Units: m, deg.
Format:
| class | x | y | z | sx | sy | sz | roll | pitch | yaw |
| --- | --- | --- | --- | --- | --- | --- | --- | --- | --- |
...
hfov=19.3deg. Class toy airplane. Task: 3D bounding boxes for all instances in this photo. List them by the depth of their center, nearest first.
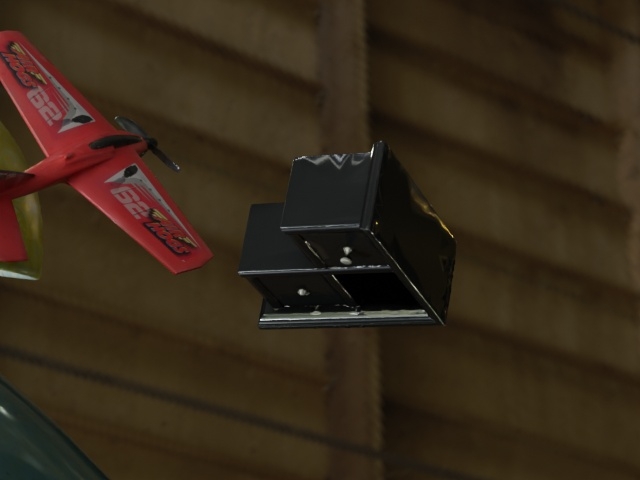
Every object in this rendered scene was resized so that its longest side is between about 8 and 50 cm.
| class | x | y | z | sx | sy | sz | roll | pitch | yaw |
| --- | --- | --- | --- | --- | --- | --- | --- | --- | --- |
| toy airplane | -0.118 | -0.030 | 0.845 | 0.151 | 0.028 | 0.151 | 28 | -148 | -20 |

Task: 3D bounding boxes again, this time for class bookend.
| class | x | y | z | sx | sy | sz | roll | pitch | yaw |
| --- | --- | --- | --- | --- | --- | --- | --- | --- | --- |
| bookend | 0.000 | 0.000 | 1.386 | 0.157 | 0.156 | 0.072 | 51 | -137 | -54 |

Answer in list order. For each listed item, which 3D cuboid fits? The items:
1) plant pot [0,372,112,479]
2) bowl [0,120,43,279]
| class | x | y | z | sx | sy | sz | roll | pitch | yaw |
| --- | --- | --- | --- | --- | --- | --- | --- | --- | --- |
| plant pot | -0.162 | 0.146 | 0.600 | 0.255 | 0.271 | 0.271 | 28 | -132 | -5 |
| bowl | -0.326 | -0.070 | 1.325 | 0.289 | 0.289 | 0.156 | 12 | -95 | -37 |
